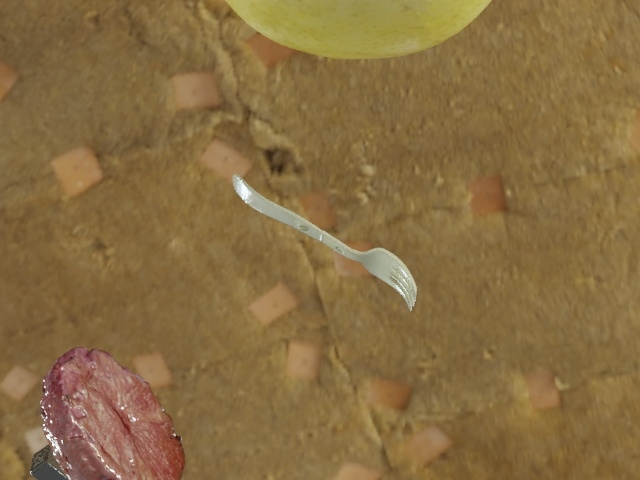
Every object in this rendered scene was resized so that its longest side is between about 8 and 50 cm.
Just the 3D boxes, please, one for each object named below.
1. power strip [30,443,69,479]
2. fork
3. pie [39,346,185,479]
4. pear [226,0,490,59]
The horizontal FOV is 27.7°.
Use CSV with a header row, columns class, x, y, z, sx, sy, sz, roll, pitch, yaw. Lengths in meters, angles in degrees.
class,x,y,z,sx,sy,sz,roll,pitch,yaw
power strip,-0.273,0.271,1.445,0.029,0.038,0.111,-35,-61,17
fork,0.004,-0.004,1.224,0.219,0.028,0.034,32,-34,18
pie,-0.157,0.148,0.994,0.036,0.154,0.154,-35,-70,17
pear,0.037,-0.334,1.167,0.348,0.348,0.348,2,-62,4
